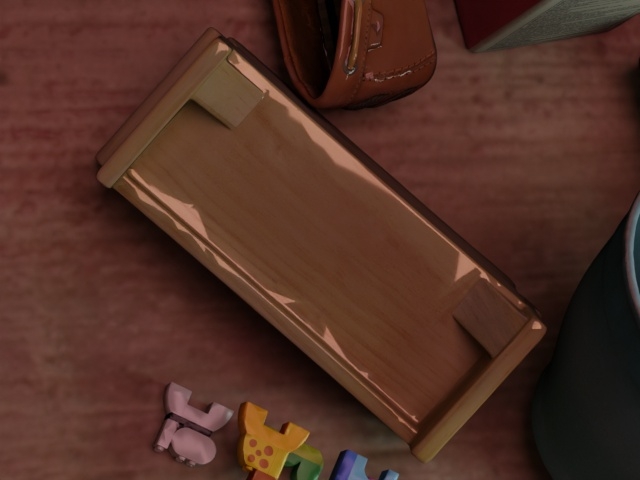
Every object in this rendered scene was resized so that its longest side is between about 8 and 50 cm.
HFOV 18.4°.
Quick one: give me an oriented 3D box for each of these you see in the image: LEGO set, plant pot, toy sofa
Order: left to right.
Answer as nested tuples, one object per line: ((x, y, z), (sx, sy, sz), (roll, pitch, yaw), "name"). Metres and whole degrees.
((-0.030, 0.198, 1.562), (0.227, 0.087, 0.093), (27, 72, -10), "LEGO set")
((0.000, 0.000, 1.596), (0.362, 0.177, 0.150), (41, 95, -6), "toy sofa")
((0.304, 0.105, 1.578), (0.272, 0.255, 0.271), (12, 56, -18), "plant pot")

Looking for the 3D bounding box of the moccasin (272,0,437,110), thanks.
((-0.016, -0.292, 1.636), (0.147, 0.139, 0.380), (-9, 90, -44), "moccasin")

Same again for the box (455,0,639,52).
((0.217, -0.254, 1.653), (0.148, 0.232, 0.127), (-11, 84, -20), "box")

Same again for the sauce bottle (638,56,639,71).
((0.373, -0.013, 1.721), (0.111, 0.111, 0.344), (-15, 84, -20), "sauce bottle")
